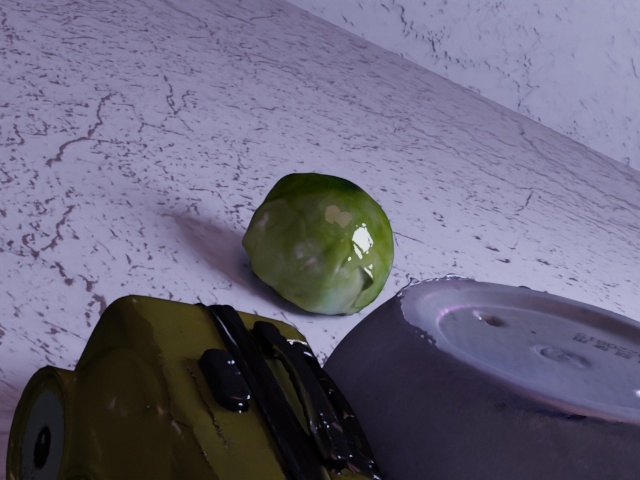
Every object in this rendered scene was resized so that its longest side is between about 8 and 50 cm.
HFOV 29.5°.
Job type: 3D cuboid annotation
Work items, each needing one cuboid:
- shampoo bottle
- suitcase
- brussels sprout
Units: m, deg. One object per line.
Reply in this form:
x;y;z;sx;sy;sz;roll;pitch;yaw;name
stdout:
0.107;0.177;0.699;0.273;0.266;0.273;15;15;-4;shampoo bottle
-0.077;0.155;0.596;0.143;0.235;0.194;14;24;-29;suitcase
0.004;-0.003;1.235;0.151;0.122;0.149;18;19;-22;brussels sprout
